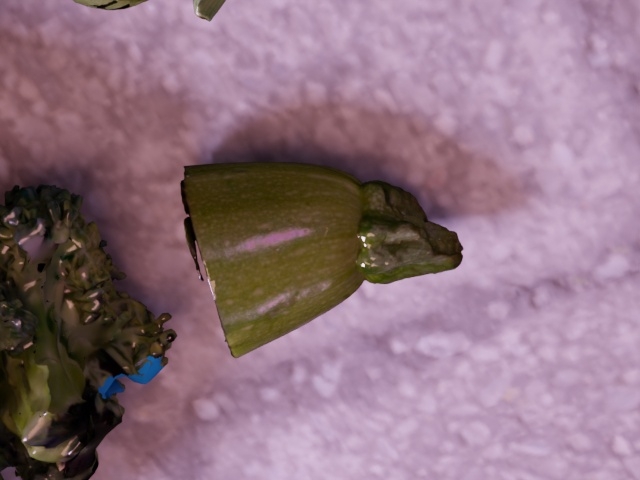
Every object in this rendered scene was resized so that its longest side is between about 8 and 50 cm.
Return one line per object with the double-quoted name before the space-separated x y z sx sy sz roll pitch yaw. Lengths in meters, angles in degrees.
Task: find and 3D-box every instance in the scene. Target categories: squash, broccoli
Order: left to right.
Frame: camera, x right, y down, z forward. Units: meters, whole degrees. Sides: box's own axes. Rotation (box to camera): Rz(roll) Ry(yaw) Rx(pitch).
"broccoli" -0.147 0.062 0.955 0.154 0.160 0.167 24 109 -33
"squash" 0.002 -0.006 0.936 0.132 0.105 0.105 -15 113 1

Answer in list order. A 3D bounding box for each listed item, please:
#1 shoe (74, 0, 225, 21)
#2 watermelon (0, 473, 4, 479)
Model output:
"shoe" -0.082 -0.227 0.814 0.128 0.140 0.262 6 123 20
"watermelon" -0.334 0.129 0.958 0.330 0.189 0.331 28 137 30
